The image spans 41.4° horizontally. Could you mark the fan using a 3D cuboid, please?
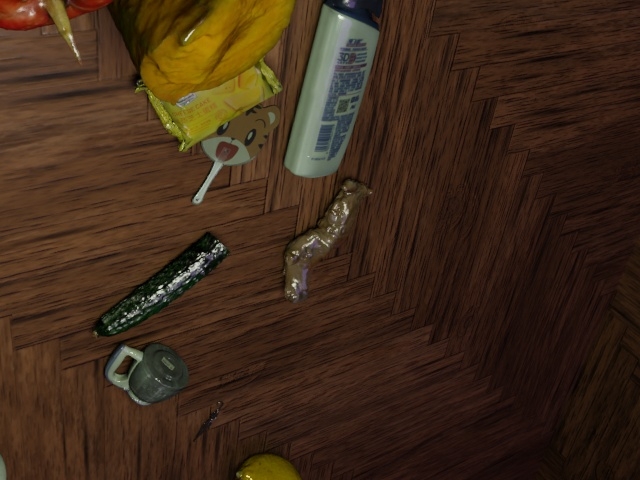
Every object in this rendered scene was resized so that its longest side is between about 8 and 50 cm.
[{"bbox_3d":[-0.169,-0.159,1.519,0.152,0.008,0.227,17,111,-48],"label":"fan"}]

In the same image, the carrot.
[{"bbox_3d":[-0.167,-0.332,1.155,0.241,0.341,0.241,-23,149,-15],"label":"carrot"}]

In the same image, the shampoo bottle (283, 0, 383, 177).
[{"bbox_3d":[0.031,-0.289,1.528,0.134,0.078,0.359,-11,130,-39],"label":"shampoo bottle"}]

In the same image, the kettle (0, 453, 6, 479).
[{"bbox_3d":[-0.726,0.387,1.394,0.318,0.265,0.205,44,59,-51],"label":"kettle"}]

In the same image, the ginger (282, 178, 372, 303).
[{"bbox_3d":[0.001,-0.002,1.760,0.290,0.084,0.122,-56,161,8],"label":"ginger"}]

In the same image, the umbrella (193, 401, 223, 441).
[{"bbox_3d":[-0.254,0.415,1.933,0.022,0.013,0.122,23,108,-36],"label":"umbrella"}]

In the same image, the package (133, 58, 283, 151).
[{"bbox_3d":[-0.174,-0.251,1.373,0.226,0.090,0.168,-36,138,-7],"label":"package"}]

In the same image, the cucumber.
[{"bbox_3d":[-0.299,0.094,1.583,0.293,0.067,0.067,-38,140,-7],"label":"cucumber"}]

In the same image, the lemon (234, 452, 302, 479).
[{"bbox_3d":[-0.128,0.622,2.083,0.187,0.187,0.244,-37,129,-9],"label":"lemon"}]

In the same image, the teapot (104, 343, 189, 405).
[{"bbox_3d":[-0.343,0.272,1.665,0.108,0.111,0.149,-45,148,21],"label":"teapot"}]

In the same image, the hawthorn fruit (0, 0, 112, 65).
[{"bbox_3d":[-0.334,-0.381,0.990,0.258,0.262,0.258,0,146,0],"label":"hawthorn fruit"}]
